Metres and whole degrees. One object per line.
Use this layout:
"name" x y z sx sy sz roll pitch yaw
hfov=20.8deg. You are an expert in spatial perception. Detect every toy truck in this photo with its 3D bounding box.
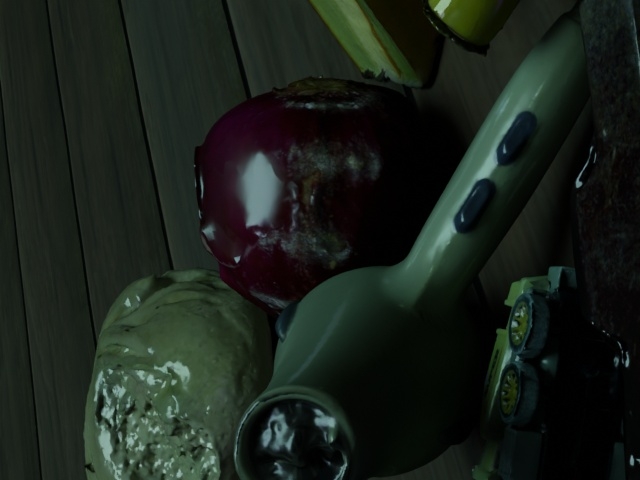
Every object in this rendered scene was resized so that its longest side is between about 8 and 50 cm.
"toy truck" 0.110 0.096 0.842 0.100 0.077 0.169 -170 87 -77

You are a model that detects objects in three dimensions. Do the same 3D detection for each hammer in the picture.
"hammer" 0.238 -0.037 0.600 0.409 0.095 0.242 -29 57 55

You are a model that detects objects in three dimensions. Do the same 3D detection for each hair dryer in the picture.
"hair dryer" 0.045 0.022 0.843 0.298 0.119 0.296 -64 -8 31

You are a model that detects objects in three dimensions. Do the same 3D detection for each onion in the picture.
"onion" -0.016 -0.003 1.065 0.173 0.135 0.198 -102 21 -84

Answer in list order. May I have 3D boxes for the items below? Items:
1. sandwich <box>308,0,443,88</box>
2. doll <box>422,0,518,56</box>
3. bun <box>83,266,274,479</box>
"sandwich" -0.015 -0.190 1.092 0.117 0.187 0.144 20 96 67
"doll" 0.119 -0.197 0.837 0.221 0.135 0.143 -44 3 29
"bun" -0.118 0.121 1.310 0.237 0.116 0.210 179 99 -69
